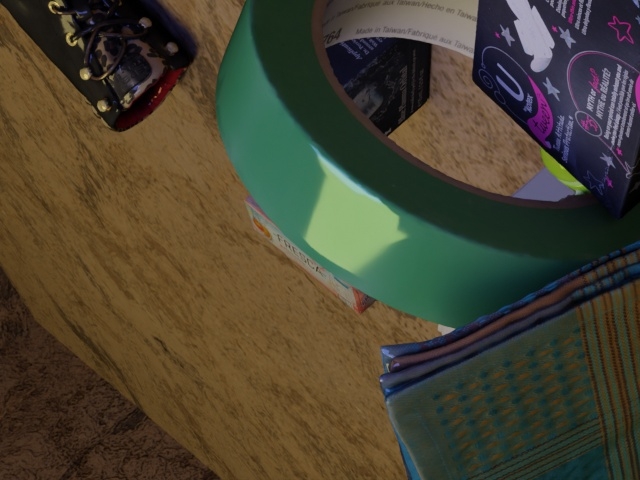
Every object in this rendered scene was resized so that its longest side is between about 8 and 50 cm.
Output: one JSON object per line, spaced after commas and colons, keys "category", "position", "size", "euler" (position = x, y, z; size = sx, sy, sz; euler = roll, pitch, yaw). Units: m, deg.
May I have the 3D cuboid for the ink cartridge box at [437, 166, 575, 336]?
{"category": "ink cartridge box", "position": [0.255, 0.104, 1.582], "size": [0.307, 0.129, 0.223], "euler": [43, 163, 16]}

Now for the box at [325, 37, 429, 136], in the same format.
{"category": "box", "position": [0.009, -0.135, 1.631], "size": [0.093, 0.158, 0.156], "euler": [43, 163, 19]}

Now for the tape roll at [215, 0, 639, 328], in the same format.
{"category": "tape roll", "position": [0.094, -0.083, 1.252], "size": [0.321, 0.321, 0.077], "euler": [43, 134, 19]}

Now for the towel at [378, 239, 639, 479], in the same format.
{"category": "towel", "position": [0.218, 0.075, 1.220], "size": [0.271, 0.370, 0.040], "euler": [74, 170, -54]}

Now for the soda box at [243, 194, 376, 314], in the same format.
{"category": "soda box", "position": [0.000, 0.000, 2.120], "size": [0.183, 0.063, 0.058], "euler": [39, 160, 29]}

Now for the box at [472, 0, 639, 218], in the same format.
{"category": "box", "position": [0.193, -0.158, 1.101], "size": [0.142, 0.163, 0.247], "euler": [46, 163, 20]}

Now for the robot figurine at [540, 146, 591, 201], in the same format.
{"category": "robot figurine", "position": [0.206, -0.063, 1.411], "size": [0.067, 0.101, 0.115], "euler": [13, 169, 42]}

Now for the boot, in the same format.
{"category": "boot", "position": [-0.273, -0.272, 2.076], "size": [0.284, 0.138, 0.377], "euler": [49, 167, 2]}
